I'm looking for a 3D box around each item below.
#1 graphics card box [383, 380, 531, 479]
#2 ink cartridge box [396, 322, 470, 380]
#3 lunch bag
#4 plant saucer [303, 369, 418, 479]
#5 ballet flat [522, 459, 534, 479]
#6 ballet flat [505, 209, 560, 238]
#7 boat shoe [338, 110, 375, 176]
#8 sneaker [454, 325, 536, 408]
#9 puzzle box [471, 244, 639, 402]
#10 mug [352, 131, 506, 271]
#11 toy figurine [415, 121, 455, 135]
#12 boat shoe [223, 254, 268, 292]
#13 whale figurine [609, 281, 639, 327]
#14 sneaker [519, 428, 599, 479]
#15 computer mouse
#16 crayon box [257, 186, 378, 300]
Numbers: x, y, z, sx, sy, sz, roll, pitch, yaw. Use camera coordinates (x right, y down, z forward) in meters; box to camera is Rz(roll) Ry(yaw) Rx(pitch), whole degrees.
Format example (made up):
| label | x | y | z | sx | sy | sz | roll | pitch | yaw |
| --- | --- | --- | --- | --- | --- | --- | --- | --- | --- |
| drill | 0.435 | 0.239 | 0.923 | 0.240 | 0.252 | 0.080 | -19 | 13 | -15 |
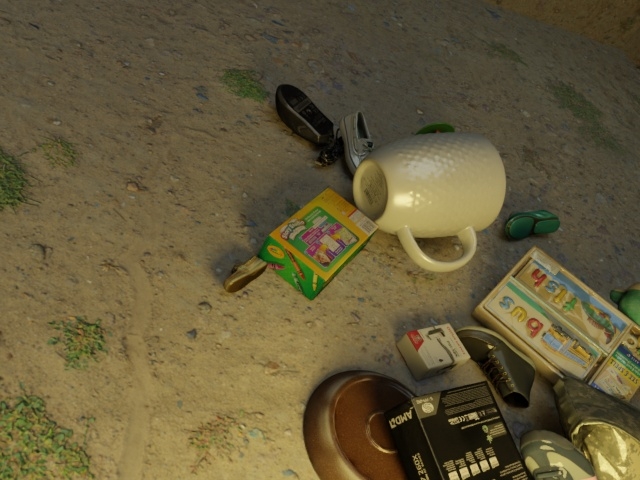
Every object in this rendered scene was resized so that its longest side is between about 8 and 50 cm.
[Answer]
| label | x | y | z | sx | sy | sz | roll | pitch | yaw |
| --- | --- | --- | --- | --- | --- | --- | --- | --- | --- |
| graphics card box | 0.285 | 0.458 | 1.158 | 0.233 | 0.094 | 0.370 | -2 | 62 | -39 |
| ink cartridge box | 0.255 | 0.249 | 1.422 | 0.135 | 0.056 | 0.099 | -6 | 53 | -35 |
| lunch bag | 0.620 | 0.434 | 1.339 | 0.287 | 0.168 | 0.235 | 38 | 17 | 3 |
| plant saucer | 0.118 | 0.379 | 1.222 | 0.311 | 0.050 | 0.310 | 17 | 43 | -16 |
| ballet flat | 0.428 | 0.531 | 1.272 | 0.049 | 0.058 | 0.173 | 51 | 24 | -45 |
| ballet flat | 0.630 | -0.054 | 1.938 | 0.248 | 0.083 | 0.087 | -4 | 29 | -34 |
| boat shoe | 0.113 | -0.262 | 1.774 | 0.083 | 0.076 | 0.226 | -1 | 67 | -49 |
| sneaker | 0.401 | 0.289 | 1.452 | 0.222 | 0.083 | 0.118 | 29 | 42 | -5 |
| puzzle box | 0.619 | 0.226 | 1.581 | 0.409 | 0.052 | 0.272 | 41 | 63 | 16 |
| mug | 0.277 | -0.097 | 1.628 | 0.328 | 0.276 | 0.373 | -7 | 71 | -29 |
| toy figurine | 0.385 | -0.260 | 1.978 | 0.173 | 0.130 | 0.159 | 23 | 50 | -48 |
| boat shoe | -0.169 | 0.070 | 1.349 | 0.045 | 0.050 | 0.135 | 40 | 32 | 13 |
| whale figurine | 0.860 | 0.223 | 1.697 | 0.216 | 0.272 | 0.141 | 42 | 74 | 12 |
| sneaker | 0.482 | 0.506 | 1.200 | 0.319 | 0.112 | 0.131 | 52 | 38 | -11 |
| computer mouse | -0.038 | -0.326 | 1.800 | 0.272 | 0.072 | 0.188 | 47 | 40 | -1 |
| crayon box | 0.000 | 0.000 | 1.490 | 0.165 | 0.081 | 0.278 | 39 | 42 | 8 |
